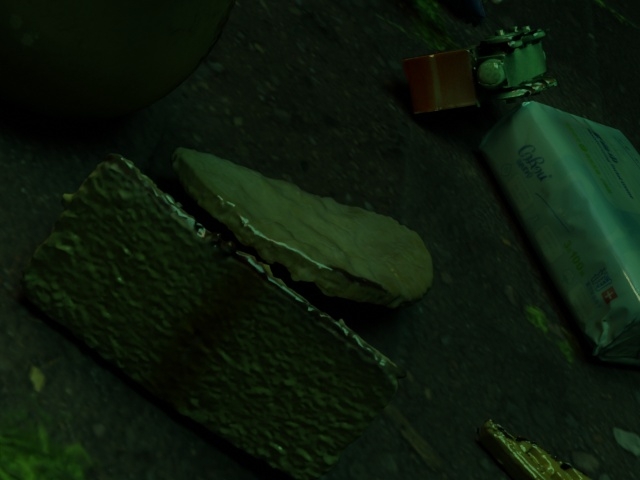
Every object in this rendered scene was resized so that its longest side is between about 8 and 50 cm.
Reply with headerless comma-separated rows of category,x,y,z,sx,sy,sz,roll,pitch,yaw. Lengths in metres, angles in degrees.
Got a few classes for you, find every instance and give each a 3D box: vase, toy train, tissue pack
vase,-0.148,-0.273,1.086,0.241,0.302,0.329,24,36,-27
toy train,0.161,-0.169,1.488,0.176,0.118,0.074,-30,112,-66
tissue pack,0.278,-0.005,1.441,0.177,0.089,0.263,12,44,-42

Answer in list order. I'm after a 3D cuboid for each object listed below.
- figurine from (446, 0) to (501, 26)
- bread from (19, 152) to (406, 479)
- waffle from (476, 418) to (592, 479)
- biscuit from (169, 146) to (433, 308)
figurine,0.097,-0.335,1.618,0.262,0.121,0.164,52,36,-19
bread,-0.052,0.019,1.005,0.240,0.135,0.178,36,31,-6
waffle,0.191,0.185,1.186,0.152,0.023,0.097,46,31,6
biscuit,0.004,0.003,1.156,0.250,0.032,0.133,19,26,-37
